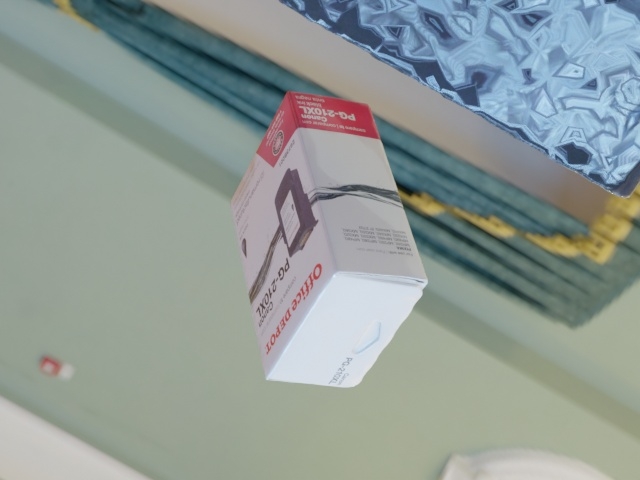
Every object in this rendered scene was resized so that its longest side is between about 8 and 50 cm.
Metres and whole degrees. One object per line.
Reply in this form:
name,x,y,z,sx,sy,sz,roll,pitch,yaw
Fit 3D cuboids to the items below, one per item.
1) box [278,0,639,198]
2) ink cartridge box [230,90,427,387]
box,0.232,-0.374,0.890,0.472,0.297,0.480,-56,-173,33
ink cartridge box,0.000,0.000,1.240,0.172,0.100,0.237,121,-34,-41
